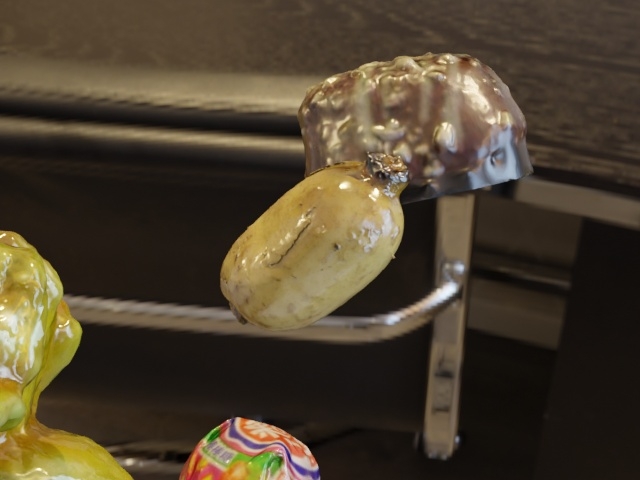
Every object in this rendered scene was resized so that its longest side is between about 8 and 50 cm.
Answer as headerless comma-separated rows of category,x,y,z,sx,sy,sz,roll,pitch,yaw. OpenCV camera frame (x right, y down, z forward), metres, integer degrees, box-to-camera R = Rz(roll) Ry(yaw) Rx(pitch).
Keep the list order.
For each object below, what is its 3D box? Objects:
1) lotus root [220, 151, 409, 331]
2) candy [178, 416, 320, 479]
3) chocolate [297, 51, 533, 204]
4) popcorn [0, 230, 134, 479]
lotus root,0.000,0.000,1.486,0.146,0.284,0.160,21,30,-49
candy,-0.115,0.316,0.976,0.124,0.124,0.365,24,83,25
chocolate,0.118,-0.159,1.732,0.340,0.210,0.225,-12,1,11
popcorn,-0.309,0.118,0.908,0.321,0.290,0.325,-1,30,6
